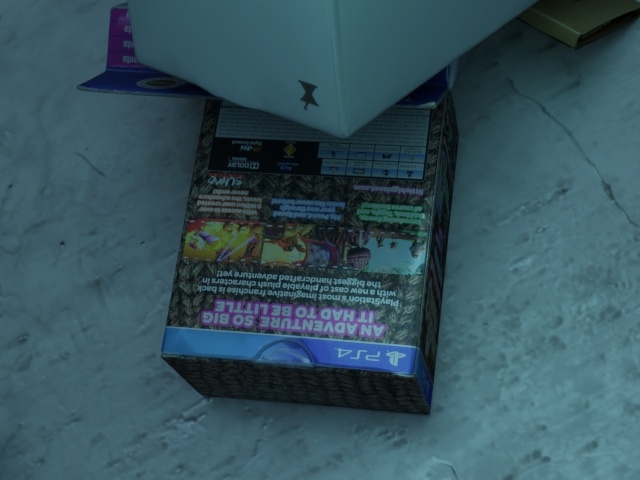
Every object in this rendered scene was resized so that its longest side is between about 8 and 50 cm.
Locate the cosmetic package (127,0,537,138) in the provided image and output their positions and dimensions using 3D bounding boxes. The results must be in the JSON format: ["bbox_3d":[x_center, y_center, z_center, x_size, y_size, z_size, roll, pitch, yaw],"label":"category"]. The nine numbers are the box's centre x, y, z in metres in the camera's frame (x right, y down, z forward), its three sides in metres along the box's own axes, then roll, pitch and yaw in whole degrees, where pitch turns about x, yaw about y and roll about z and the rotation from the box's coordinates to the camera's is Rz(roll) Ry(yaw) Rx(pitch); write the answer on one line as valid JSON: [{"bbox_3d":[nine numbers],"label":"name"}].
[{"bbox_3d":[0.066,-0.281,1.138,0.230,0.161,0.453,23,44,32],"label":"cosmetic package"}]

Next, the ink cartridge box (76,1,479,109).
[{"bbox_3d":[-0.021,-0.198,1.253,0.324,0.330,0.071,4,108,12],"label":"ink cartridge box"}]

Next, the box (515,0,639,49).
[{"bbox_3d":[0.207,-0.261,1.321,0.201,0.021,0.164,33,35,21],"label":"box"}]

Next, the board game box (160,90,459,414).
[{"bbox_3d":[0.000,0.000,1.251,0.232,0.141,0.291,4,70,13],"label":"board game box"}]
